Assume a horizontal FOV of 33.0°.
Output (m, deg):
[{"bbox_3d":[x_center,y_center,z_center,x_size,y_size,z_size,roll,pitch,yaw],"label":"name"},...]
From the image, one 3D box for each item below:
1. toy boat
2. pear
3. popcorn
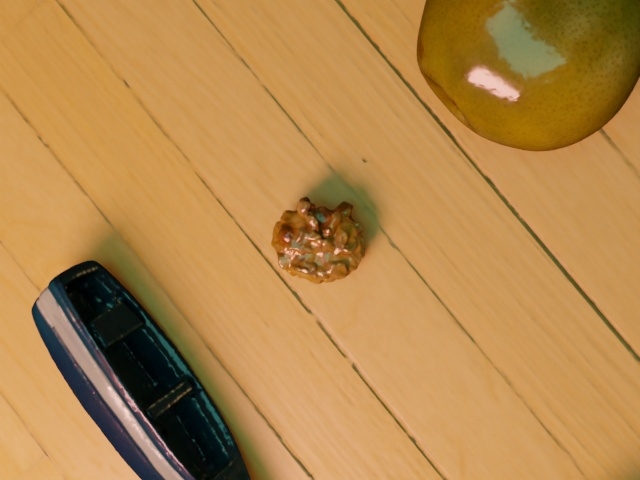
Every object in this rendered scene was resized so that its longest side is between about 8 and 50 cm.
[{"bbox_3d":[-0.154,0.156,0.986,0.062,0.096,0.299,-37,88,24],"label":"toy boat"},{"bbox_3d":[0.182,-0.173,0.841,0.216,0.166,0.180,-39,74,8],"label":"pear"},{"bbox_3d":[0.000,0.000,0.952,0.082,0.057,0.083,40,100,6],"label":"popcorn"}]
